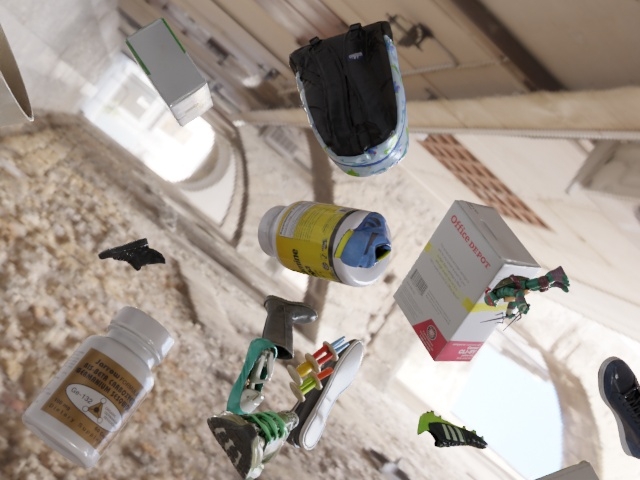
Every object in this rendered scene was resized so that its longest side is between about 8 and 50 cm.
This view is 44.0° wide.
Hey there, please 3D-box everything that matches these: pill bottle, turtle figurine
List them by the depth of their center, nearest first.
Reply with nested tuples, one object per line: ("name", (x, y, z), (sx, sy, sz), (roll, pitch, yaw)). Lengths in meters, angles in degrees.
("pill bottle", (-0.333, 0.219, 1.221), (0.229, 0.131, 0.131), (-55, -164, -28))
("turtle figurine", (0.497, 0.138, 1.972), (0.234, 0.118, 0.175), (-23, 177, 7))
("pill bottle", (0.000, 0.000, 1.993), (0.334, 0.188, 0.188), (12, -119, 46))

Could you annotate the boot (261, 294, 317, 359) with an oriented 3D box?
("boot", (-0.089, 0.261, 2.313), (0.208, 0.189, 0.076), (-104, -147, -56))

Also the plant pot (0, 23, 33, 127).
("plant pot", (-0.576, -0.239, 1.077), (0.274, 0.257, 0.256), (-21, -167, -10))

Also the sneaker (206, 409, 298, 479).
("sneaker", (-0.138, 0.426, 1.785), (0.182, 0.158, 0.410), (-34, 168, -14))

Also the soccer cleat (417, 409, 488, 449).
("soccer cleat", (0.313, 0.471, 1.897), (0.060, 0.178, 0.072), (119, -4, -68))

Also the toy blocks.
("toy blocks", (0.001, 0.283, 1.780), (0.148, 0.123, 0.054), (-31, -126, -22))

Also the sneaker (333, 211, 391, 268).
("sneaker", (0.093, 0.006, 1.416), (0.209, 0.082, 0.069), (-38, 150, -65))

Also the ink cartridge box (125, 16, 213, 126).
("ink cartridge box", (-0.287, -0.318, 1.532), (0.086, 0.153, 0.208), (-34, -178, -5))

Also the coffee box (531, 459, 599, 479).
("coffee box", (0.323, 0.618, 1.340), (0.338, 0.337, 0.334), (-50, -126, 42))

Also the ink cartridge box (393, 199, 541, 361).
("ink cartridge box", (0.412, 0.120, 2.277), (0.385, 0.160, 0.279), (-61, -141, 30))

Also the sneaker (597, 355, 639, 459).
("sneaker", (0.611, 0.323, 1.460), (0.086, 0.226, 0.163), (-30, -165, -16))

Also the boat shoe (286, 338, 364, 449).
("boat shoe", (0.001, 0.384, 2.065), (0.095, 0.112, 0.335), (13, -125, 33))

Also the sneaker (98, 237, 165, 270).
("sneaker", (-0.526, 0.049, 2.213), (0.170, 0.089, 0.051), (-20, -171, -21))

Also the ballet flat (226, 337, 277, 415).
("ballet flat", (-0.177, 0.375, 2.085), (0.087, 0.083, 0.247), (4, -110, 43))

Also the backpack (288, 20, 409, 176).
("backpack", (0.098, -0.340, 2.034), (0.290, 0.273, 0.356), (-19, -127, 6))
